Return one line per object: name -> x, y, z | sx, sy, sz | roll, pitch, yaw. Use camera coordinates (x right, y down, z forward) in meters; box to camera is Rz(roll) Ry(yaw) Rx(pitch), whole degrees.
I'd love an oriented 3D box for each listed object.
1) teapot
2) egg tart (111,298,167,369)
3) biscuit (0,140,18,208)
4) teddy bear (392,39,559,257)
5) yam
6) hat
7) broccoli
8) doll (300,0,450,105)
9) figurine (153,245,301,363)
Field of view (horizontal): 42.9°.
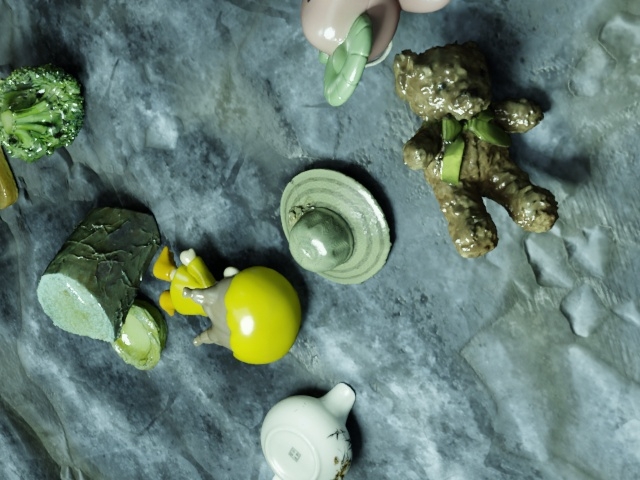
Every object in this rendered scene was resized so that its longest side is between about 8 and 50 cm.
teapot -> -0.033, 0.439, 1.744 | 0.208, 0.166, 0.299 | 33, 131, 7
egg tart -> -0.435, 0.213, 1.932 | 0.197, 0.078, 0.197 | 14, 118, 29
biscuit -> -0.865, -0.180, 2.044 | 0.287, 0.057, 0.343 | 28, 122, 20
teddy bear -> 0.244, -0.156, 1.271 | 0.222, 0.246, 0.296 | 79, 168, -51
yam -> -0.475, 0.053, 1.779 | 0.203, 0.271, 0.201 | 5, 130, 23
hat -> 0.000, 0.000, 1.530 | 0.252, 0.110, 0.252 | 18, 126, 27
broccoli -> -0.617, -0.282, 1.777 | 0.226, 0.176, 0.198 | -7, 119, 56
doll -> 0.076, -0.360, 1.283 | 0.216, 0.284, 0.268 | 17, 124, -15
figurine -> -0.197, 0.133, 1.692 | 0.344, 0.187, 0.215 | 15, 141, 31
